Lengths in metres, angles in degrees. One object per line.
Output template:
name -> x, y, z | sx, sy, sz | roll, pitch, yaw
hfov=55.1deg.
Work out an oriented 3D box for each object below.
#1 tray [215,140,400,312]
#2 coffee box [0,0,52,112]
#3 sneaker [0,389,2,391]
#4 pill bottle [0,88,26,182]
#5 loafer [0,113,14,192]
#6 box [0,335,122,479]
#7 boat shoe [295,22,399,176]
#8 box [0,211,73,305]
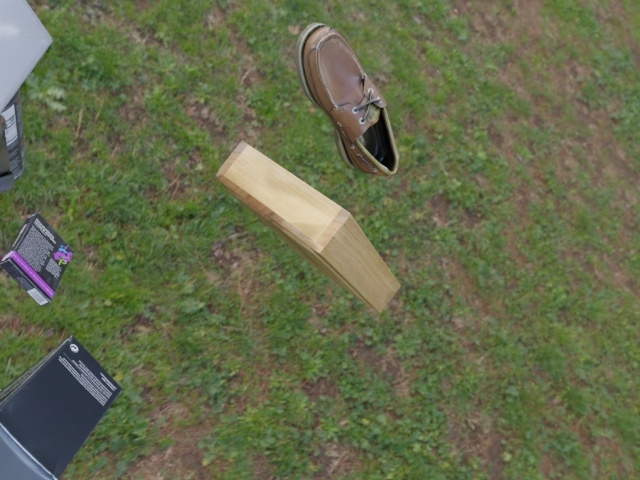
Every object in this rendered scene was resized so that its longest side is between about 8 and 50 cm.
tray -> 0.000, 0.000, 1.015 | 0.202, 0.411, 0.076 | 35, 85, 24
coffee box -> -0.431, -0.205, 0.558 | 0.168, 0.296, 0.119 | 66, 34, -50
sneaker -> -0.643, 0.412, 1.294 | 0.110, 0.297, 0.129 | 8, 48, 4
pill bottle -> -0.514, -0.195, 0.912 | 0.130, 0.246, 0.131 | 11, 51, -14
loafer -> -0.383, -0.093, 0.620 | 0.108, 0.302, 0.095 | 9, 96, -15
box -> -0.383, 0.252, 0.707 | 0.103, 0.261, 0.184 | 51, 13, -8
boat shoe -> 0.062, -0.227, 1.022 | 0.111, 0.104, 0.307 | -49, 141, -10
box -> -0.547, 0.033, 1.195 | 0.162, 0.029, 0.116 | -93, 157, -54
